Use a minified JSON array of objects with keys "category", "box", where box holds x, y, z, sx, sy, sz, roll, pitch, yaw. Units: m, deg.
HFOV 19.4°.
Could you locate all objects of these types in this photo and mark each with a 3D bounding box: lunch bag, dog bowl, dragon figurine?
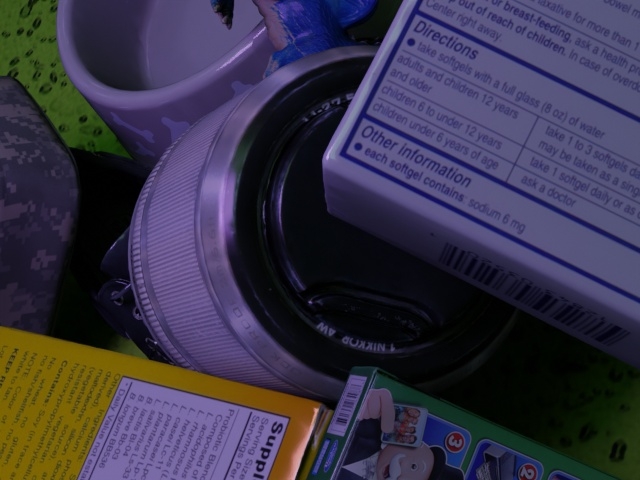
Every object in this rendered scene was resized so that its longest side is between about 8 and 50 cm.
[{"category":"lunch bag","box":[-0.355,0.028,1.485,0.212,0.256,0.305,53,134,46]},{"category":"dog bowl","box":[-0.080,-0.225,1.583,0.349,0.102,0.348,-20,54,30]},{"category":"dragon figurine","box":[-0.005,-0.189,1.397,0.144,0.085,0.289,-34,90,2]}]

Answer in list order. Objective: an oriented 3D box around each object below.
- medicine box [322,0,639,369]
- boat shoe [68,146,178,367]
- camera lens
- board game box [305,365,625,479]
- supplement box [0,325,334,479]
[{"category":"medicine box","box":[0.179,-0.096,1.020,0.263,0.149,0.289,26,83,4]},{"category":"boat shoe","box":[-0.132,0.016,1.469,0.127,0.113,0.340,-48,44,7]},{"category":"camera lens","box":[0.000,0.000,1.226,0.219,0.219,0.274,-67,15,-13]},{"category":"board game box","box":[0.057,0.259,1.075,0.317,0.213,0.046,-67,16,-8]},{"category":"supplement box","box":[-0.099,0.202,1.268,0.356,0.195,0.194,9,71,44]}]
